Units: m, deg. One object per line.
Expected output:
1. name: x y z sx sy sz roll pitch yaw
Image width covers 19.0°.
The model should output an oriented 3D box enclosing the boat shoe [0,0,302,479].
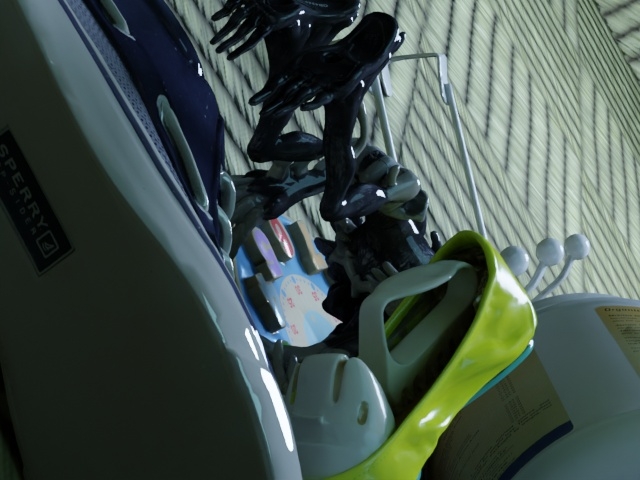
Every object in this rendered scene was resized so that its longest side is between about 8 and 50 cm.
1. boat shoe: -0.074 0.011 0.861 0.158 0.127 0.340 -10 75 -63

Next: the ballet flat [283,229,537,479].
1. ballet flat: 0.025 0.072 0.892 0.231 0.077 0.077 -44 125 -41

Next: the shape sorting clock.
1. shape sorting clock: 0.007 0.069 1.145 0.206 0.040 0.206 53 22 -32

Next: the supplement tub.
1. supplement tub: 0.182 0.164 1.147 0.228 0.228 0.316 60 5 -13

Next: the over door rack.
1. over door rack: 0.116 -0.014 1.442 0.324 0.108 0.239 66 18 6

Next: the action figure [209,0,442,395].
1. action figure: 0.000 0.000 1.016 0.164 0.141 0.276 48 -21 46
